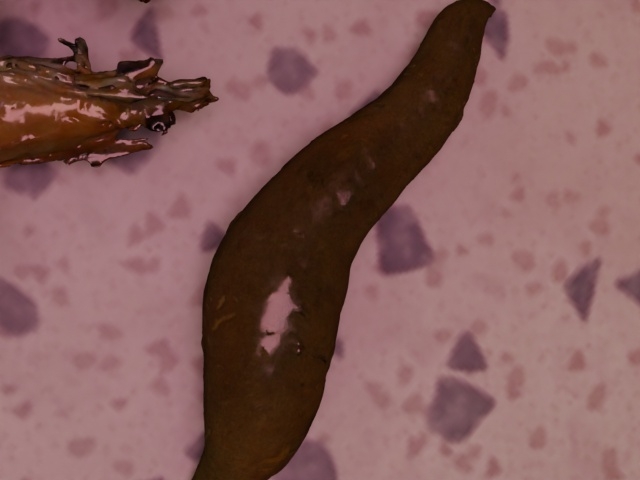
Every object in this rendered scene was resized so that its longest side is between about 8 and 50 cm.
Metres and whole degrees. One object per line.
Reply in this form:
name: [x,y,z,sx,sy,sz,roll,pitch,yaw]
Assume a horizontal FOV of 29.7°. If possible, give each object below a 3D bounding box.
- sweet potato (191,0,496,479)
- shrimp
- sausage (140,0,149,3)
sweet potato: [-0.001,-0.003,0.497,0.069,0.059,0.250,30,83,-27]
shrimp: [-0.135,-0.087,0.488,0.178,0.034,0.124,-8,89,2]
sausage: [-0.027,-0.225,0.482,0.074,0.074,0.274,32,86,-7]
